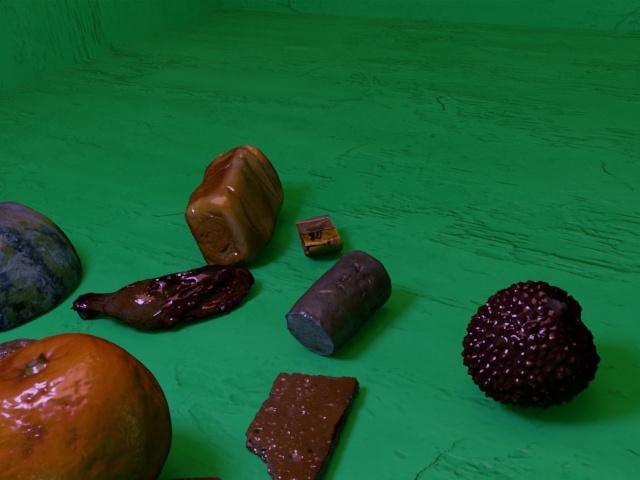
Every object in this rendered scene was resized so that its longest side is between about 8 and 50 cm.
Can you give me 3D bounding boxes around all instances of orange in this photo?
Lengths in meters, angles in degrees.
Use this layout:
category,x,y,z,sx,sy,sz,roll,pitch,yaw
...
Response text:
category,x,y,z,sx,sy,sz,roll,pitch,yaw
orange,-0.321,0.246,1.169,0.261,0.261,0.261,-7,27,4

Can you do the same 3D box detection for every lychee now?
category,x,y,z,sx,sy,sz,roll,pitch,yaw
lychee,0.281,0.145,1.247,0.188,0.188,0.188,-7,27,4

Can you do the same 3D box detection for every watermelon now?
category,x,y,z,sx,sy,sz,roll,pitch,yaw
watermelon,-0.592,0.063,1.736,0.180,0.224,0.305,-46,6,37

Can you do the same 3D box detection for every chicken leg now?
category,x,y,z,sx,sy,sz,roll,pitch,yaw
chicken leg,-0.279,0.095,1.637,0.323,0.082,0.177,-16,18,-16

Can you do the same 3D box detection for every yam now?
category,x,y,z,sx,sy,sz,roll,pitch,yaw
yam,0.027,0.104,1.474,0.107,0.107,0.194,9,33,32

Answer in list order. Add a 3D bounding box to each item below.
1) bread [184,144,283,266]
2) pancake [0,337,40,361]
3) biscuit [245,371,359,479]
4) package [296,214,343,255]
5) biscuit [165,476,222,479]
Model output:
category,x,y,z,sx,sy,sz,roll,pitch,yaw
bread,-0.162,-0.070,1.822,0.132,0.166,0.294,-25,22,23
pancake,-0.518,0.208,1.535,0.152,0.025,0.151,-9,26,4
biscuit,-0.034,0.262,1.272,0.131,0.026,0.237,-1,28,19
package,0.000,0.000,1.755,0.071,0.047,0.131,-11,28,-10
biscuit,-0.137,0.362,1.097,0.215,0.034,0.182,9,32,28
